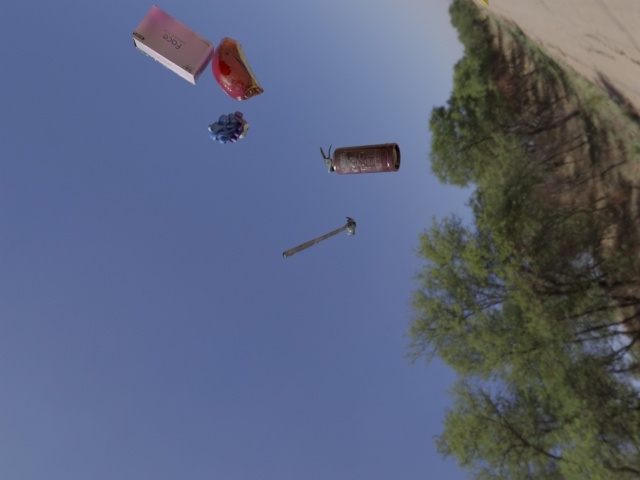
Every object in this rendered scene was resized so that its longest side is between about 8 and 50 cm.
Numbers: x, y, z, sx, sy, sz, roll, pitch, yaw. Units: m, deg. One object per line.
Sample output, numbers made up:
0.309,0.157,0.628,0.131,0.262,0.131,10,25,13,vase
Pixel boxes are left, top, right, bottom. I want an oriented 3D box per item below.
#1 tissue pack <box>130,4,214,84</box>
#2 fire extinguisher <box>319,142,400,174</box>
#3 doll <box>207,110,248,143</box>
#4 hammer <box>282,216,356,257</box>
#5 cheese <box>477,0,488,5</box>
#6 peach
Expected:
-0.521,-0.698,1.644,0.246,0.149,0.092,31,170,-8,tissue pack
0.125,-0.274,1.531,0.104,0.268,0.105,-5,-85,-63,fire extinguisher
-0.290,-0.355,1.465,0.067,0.110,0.206,36,-152,15,doll
0.000,-0.001,2.394,0.044,0.426,0.152,58,167,28,hammer
0.701,-1.127,2.062,0.171,0.126,0.093,53,-164,-20,cheese
-0.363,-0.702,1.869,0.154,0.158,0.268,-75,-39,-83,peach
